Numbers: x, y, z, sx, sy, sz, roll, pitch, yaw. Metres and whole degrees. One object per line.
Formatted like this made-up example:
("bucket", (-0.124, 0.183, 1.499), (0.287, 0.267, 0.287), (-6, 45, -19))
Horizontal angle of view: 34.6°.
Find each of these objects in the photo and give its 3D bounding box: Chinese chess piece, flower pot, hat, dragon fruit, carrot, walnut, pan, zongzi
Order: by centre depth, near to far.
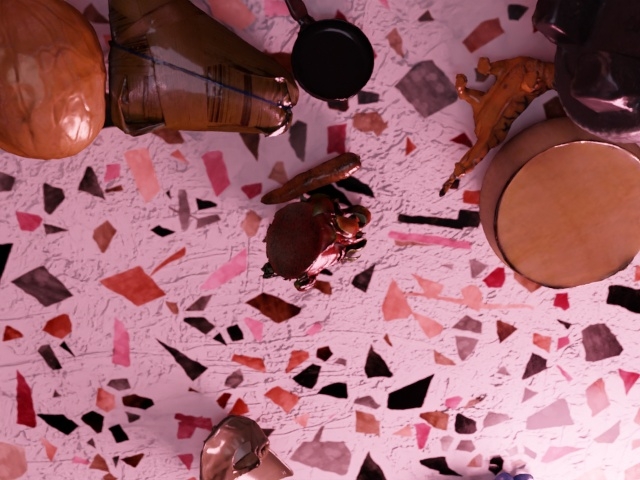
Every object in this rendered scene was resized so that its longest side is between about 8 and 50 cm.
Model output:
("flower pot", (0.444, -0.246, 1.271), (0.282, 0.299, 0.299), (19, 116, -32))
("walnut", (-0.369, -0.208, 1.325), (0.195, 0.195, 0.222), (-4, 118, -1))
("zongzi", (-0.152, -0.283, 1.347), (0.260, 0.123, 0.289), (1, 112, -10))
("pan", (-0.014, -0.283, 1.387), (0.115, 0.040, 0.212), (-38, 99, -11))
("Chinese chess piece", (0.360, -0.054, 1.498), (0.257, 0.104, 0.257), (-1, 118, -2))
("dragon fruit", (0.000, 0.000, 1.499), (0.175, 0.142, 0.138), (-9, 84, -21))
("carrot", (-0.015, -0.087, 1.500), (0.165, 0.036, 0.036), (-22, 117, 11))
("hat", (-0.130, 0.373, 1.723), (0.147, 0.085, 0.175), (-37, 137, 3))

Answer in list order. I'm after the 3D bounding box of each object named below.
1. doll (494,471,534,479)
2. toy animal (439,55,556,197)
("doll", (0.281, 0.463, 1.789), (0.206, 0.067, 0.110), (-35, 124, 3))
("toy animal", (0.241, -0.168, 1.449), (0.116, 0.114, 0.255), (10, 128, -46))
